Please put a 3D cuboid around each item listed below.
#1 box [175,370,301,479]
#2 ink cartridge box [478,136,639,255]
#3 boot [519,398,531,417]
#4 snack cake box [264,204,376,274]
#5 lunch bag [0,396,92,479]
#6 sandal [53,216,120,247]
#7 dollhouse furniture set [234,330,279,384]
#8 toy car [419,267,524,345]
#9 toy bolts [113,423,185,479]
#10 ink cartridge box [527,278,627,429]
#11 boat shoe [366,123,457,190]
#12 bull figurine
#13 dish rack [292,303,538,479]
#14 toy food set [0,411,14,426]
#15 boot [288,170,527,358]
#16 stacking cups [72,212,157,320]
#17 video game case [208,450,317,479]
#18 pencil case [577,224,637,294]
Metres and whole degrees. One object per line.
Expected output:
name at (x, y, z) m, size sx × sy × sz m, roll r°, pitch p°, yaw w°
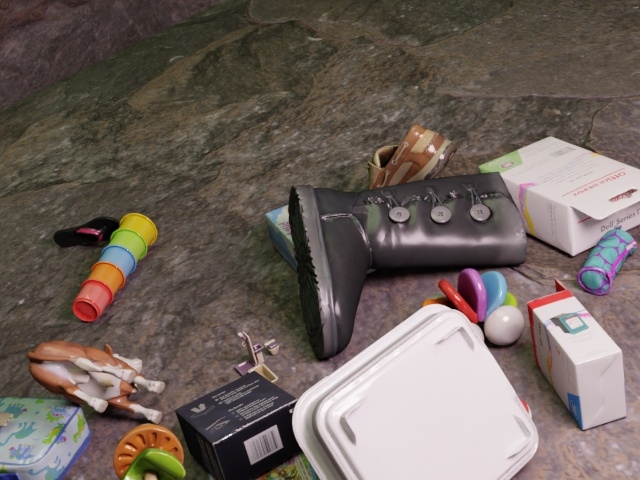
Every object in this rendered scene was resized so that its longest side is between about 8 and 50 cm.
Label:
box at (-0.127, 0.303, 1.557) m, size 0.156 × 0.093 × 0.158 m, roll -24°, pitch 23°, yaw -24°
ink cartridge box at (0.514, -0.086, 1.954) m, size 0.207 × 0.119 × 0.353 m, roll -23°, pitch 30°, yaw -21°
boot at (0.200, 0.249, 1.452) m, size 0.244 × 0.176 × 0.088 m, roll -17°, pitch 24°, yaw -10°
snack cake box at (0.000, 0.000, 2.059) m, size 0.152 × 0.089 × 0.264 m, roll -21°, pitch 30°, yaw -15°
lunch bag at (-0.525, 0.356, 1.664) m, size 0.219 × 0.090 × 0.176 m, roll -2°, pitch 30°, yaw 20°
sandal at (-0.572, -0.011, 2.354) m, size 0.179 × 0.067 × 0.040 m, roll -15°, pitch 36°, yaw 13°
dollhouse furniture set at (-0.103, 0.207, 1.751) m, size 0.091 × 0.081 × 0.114 m, roll -26°, pitch 32°, yaw -20°
toy car at (0.261, 0.115, 1.698) m, size 0.182 × 0.136 × 0.159 m, roll -20°, pitch 30°, yaw -11°
toy bolts at (-0.251, 0.405, 1.431) m, size 0.228 × 0.218 × 0.158 m, roll -49°, pitch 18°, yaw 3°
ink cartridge box at (0.399, 0.175, 1.539) m, size 0.078 × 0.134 × 0.231 m, roll -17°, pitch 29°, yaw -4°
boat shoe at (0.163, -0.154, 2.069) m, size 0.122 × 0.120 × 0.324 m, roll -54°, pitch 8°, yaw -37°
bull figurine at (-0.380, 0.244, 1.685) m, size 0.189 × 0.101 × 0.310 m, roll 18°, pitch -4°, yaw 25°
dish rack at (0.153, 0.265, 1.347) m, size 0.333 × 0.285 × 0.072 m, roll -32°, pitch 0°, yaw -31°
toy food set at (-0.612, 0.349, 1.596) m, size 0.133 × 0.038 × 0.192 m, roll 2°, pitch 43°, yaw 23°
boot at (0.183, 0.039, 1.857) m, size 0.446 × 0.146 × 0.366 m, roll -1°, pitch 61°, yaw -14°
stacking cups at (-0.471, 0.058, 2.157) m, size 0.096 × 0.096 × 0.316 m, roll -3°, pitch 32°, yaw 19°
video game case at (-0.092, 0.378, 1.517) m, size 0.166 × 0.015 × 0.119 m, roll -16°, pitch 29°, yaw -3°
pencil case at (0.535, 0.037, 1.790) m, size 0.070 × 0.064 × 0.152 m, roll -13°, pitch 23°, yaw 45°
